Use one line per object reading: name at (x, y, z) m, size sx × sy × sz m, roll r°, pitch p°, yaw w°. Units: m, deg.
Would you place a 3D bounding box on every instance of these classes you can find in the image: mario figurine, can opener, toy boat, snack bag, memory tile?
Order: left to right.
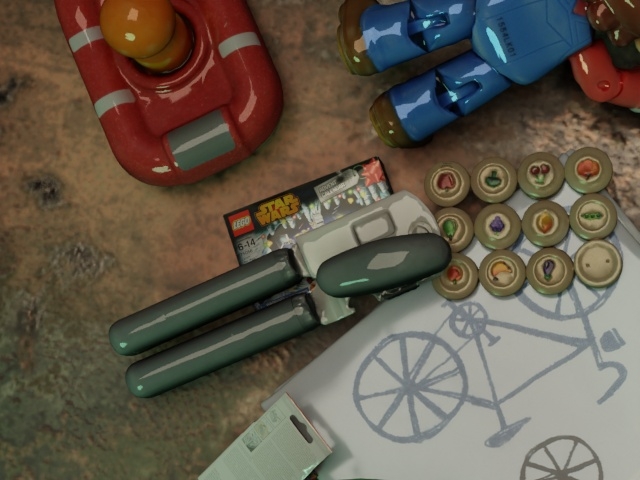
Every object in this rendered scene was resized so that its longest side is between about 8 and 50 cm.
toy boat at (-0.133, -0.165, 1.358) m, size 0.151 × 0.151 × 0.231 m, roll -25°, pitch 76°, yaw 5°
can opener at (-0.034, 0.040, 1.308) m, size 0.280 × 0.093 × 0.074 m, roll -24°, pitch 80°, yaw 12°
memory tile at (0.155, -0.012, 1.305) m, size 0.148 × 0.012 × 0.113 m, roll -5°, pitch 79°, yaw 11°
snack bag at (0.177, 0.151, 1.296) m, size 0.323 × 0.037 × 0.342 m, roll -40°, pitch 74°, yaw 2°
mario figurine at (0.185, -0.181, 1.309) m, size 0.320 × 0.198 × 0.170 m, roll -18°, pitch 54°, yaw 19°

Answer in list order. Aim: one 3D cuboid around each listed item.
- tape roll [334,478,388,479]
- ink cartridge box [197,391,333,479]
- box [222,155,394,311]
tape roll at (0.028, 0.327, 1.158) m, size 0.321 × 0.077 × 0.321 m, roll 7°, pitch 68°, yaw -17°
ink cartridge box at (-0.038, 0.173, 1.315) m, size 0.115 × 0.029 × 0.063 m, roll -46°, pitch 73°, yaw 26°
box at (0.000, 0.000, 1.363) m, size 0.137 × 0.027 × 0.094 m, roll -21°, pitch 76°, yaw 7°
